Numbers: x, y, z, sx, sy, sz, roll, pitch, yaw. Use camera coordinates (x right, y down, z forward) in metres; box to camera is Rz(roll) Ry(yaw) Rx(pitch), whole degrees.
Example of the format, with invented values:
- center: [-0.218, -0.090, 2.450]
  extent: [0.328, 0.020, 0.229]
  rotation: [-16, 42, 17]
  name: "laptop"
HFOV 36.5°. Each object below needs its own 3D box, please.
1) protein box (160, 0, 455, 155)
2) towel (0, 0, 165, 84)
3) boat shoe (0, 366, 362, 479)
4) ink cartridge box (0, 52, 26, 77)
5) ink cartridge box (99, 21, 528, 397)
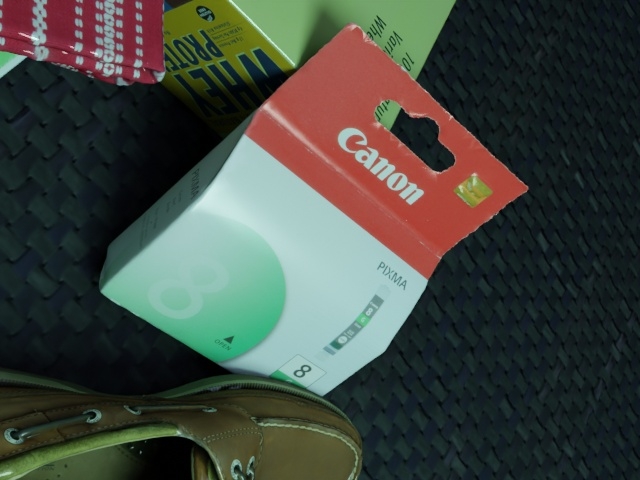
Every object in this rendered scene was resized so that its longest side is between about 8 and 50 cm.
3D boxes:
- center: [-0.028, -0.189, 0.653]
  extent: [0.201, 0.136, 0.200]
  rotation: [42, 63, -31]
  name: "protein box"
- center: [-0.175, -0.169, 0.334]
  extent: [0.275, 0.031, 0.199]
  rotation: [7, 74, -43]
  name: "towel"
- center: [-0.088, 0.145, 0.578]
  extent: [0.307, 0.104, 0.111]
  rotation: [7, 100, -35]
  name: "boat shoe"
- center: [-0.277, -0.152, 0.401]
  extent: [0.289, 0.211, 0.121]
  rotation: [54, 55, -22]
  name: "ink cartridge box"
- center: [0.000, 0.000, 0.622]
  extent: [0.181, 0.224, 0.056]
  rotation: [37, 27, -30]
  name: "ink cartridge box"
